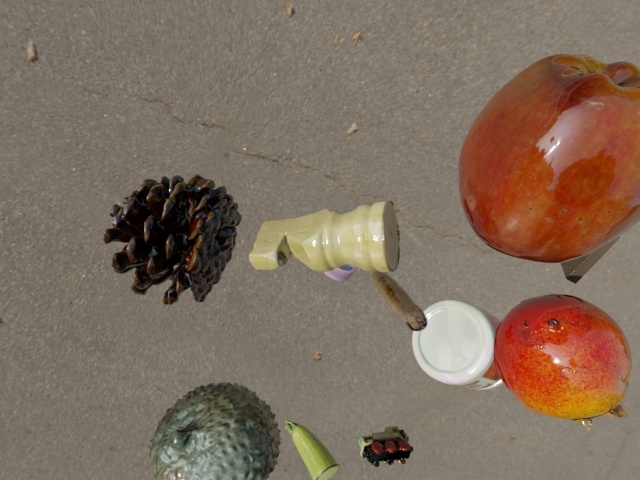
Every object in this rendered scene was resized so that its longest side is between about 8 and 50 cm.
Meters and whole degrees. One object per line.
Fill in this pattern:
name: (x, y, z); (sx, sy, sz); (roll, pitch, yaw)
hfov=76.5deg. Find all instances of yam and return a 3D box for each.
yam: (0.154, 0.115, 0.831); (0.046, 0.264, 0.046); (-2, 102, -7)

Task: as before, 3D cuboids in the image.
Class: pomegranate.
pomegranate: (0.414, 0.206, 0.696); (0.210, 0.210, 0.235); (-41, 96, -2)

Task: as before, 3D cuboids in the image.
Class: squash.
squash: (-0.043, 0.662, 1.301); (0.094, 0.224, 0.094); (-27, 138, -28)

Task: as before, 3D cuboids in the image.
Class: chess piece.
chess piece: (0.000, 0.000, 0.545); (0.200, 0.090, 0.090); (-3, 106, 24)

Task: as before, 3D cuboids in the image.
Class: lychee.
lychee: (-0.212, 0.427, 0.847); (0.255, 0.255, 0.274); (-36, 143, -4)

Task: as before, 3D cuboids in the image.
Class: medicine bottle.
medicine bottle: (0.450, 0.326, 1.267); (0.241, 0.252, 0.252); (25, 95, -43)

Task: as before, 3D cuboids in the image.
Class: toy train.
toy train: (0.158, 0.508, 1.006); (0.138, 0.087, 0.050); (5, 103, -21)

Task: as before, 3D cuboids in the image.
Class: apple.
apple: (0.274, -0.094, 0.474); (0.234, 0.234, 0.234); (-3, 102, -13)

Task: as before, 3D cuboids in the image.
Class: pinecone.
pinecone: (-0.428, -0.003, 1.189); (0.398, 0.398, 0.397); (-3, 102, -13)

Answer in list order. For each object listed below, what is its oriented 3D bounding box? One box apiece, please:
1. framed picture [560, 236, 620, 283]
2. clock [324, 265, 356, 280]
framed picture: (0.574, 0.002, 0.888); (0.023, 0.168, 0.128); (28, 122, 5)
clock: (0.039, 0.011, 0.961); (0.110, 0.050, 0.152); (18, 62, -14)
